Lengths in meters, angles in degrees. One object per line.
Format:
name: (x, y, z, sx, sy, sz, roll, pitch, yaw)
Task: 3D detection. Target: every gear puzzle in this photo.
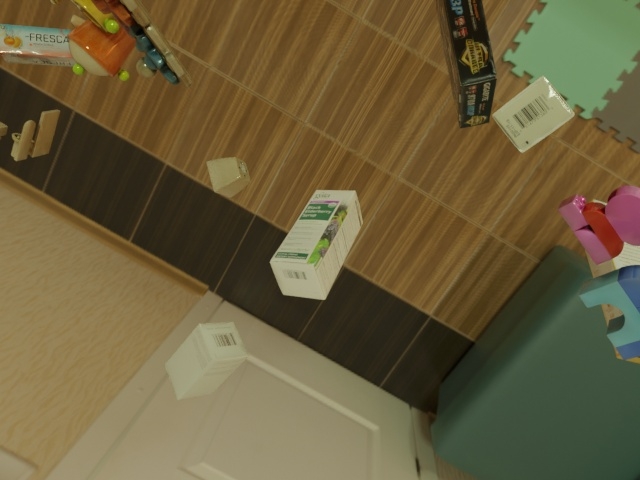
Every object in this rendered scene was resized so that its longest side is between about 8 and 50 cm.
gear puzzle: (-0.230, -0.274, 0.412, 0.044, 0.339, 0.175, -34, 59, -1)

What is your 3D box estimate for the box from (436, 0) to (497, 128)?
box: (0.213, -0.301, 0.732, 0.051, 0.175, 0.220, -10, 81, 14)

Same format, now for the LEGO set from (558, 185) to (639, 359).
LEGO set: (0.241, 0.061, 0.284, 0.093, 0.087, 0.227, -35, 90, 41)

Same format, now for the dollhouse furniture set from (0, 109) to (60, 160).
dollhouse furniture set: (-0.752, -0.286, 1.177, 0.151, 0.144, 0.123, 31, 114, 0)

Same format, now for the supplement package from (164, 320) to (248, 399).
supplement package: (-0.277, 0.289, 1.186, 0.179, 0.105, 0.105, -47, 59, 26)

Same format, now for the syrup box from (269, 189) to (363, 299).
syrup box: (0.000, 0.000, 0.978, 0.093, 0.236, 0.096, 4, 132, 25)

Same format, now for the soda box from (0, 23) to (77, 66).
soda box: (-0.571, -0.409, 1.038, 0.183, 0.058, 0.062, -3, 89, -20)

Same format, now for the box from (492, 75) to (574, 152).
box: (0.545, -0.327, 1.275, 0.148, 0.311, 0.121, -39, 89, 24)

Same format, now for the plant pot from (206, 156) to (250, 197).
plant pot: (-0.293, -0.215, 1.609, 0.096, 0.109, 0.109, -20, 78, 17)

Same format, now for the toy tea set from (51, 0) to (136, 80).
toy tea set: (-0.461, -0.406, 0.821, 0.336, 0.200, 0.124, 39, 84, 3)

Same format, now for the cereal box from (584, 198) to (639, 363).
cereal box: (0.462, 0.063, 0.677, 0.173, 0.240, 0.047, 15, 141, -9)
